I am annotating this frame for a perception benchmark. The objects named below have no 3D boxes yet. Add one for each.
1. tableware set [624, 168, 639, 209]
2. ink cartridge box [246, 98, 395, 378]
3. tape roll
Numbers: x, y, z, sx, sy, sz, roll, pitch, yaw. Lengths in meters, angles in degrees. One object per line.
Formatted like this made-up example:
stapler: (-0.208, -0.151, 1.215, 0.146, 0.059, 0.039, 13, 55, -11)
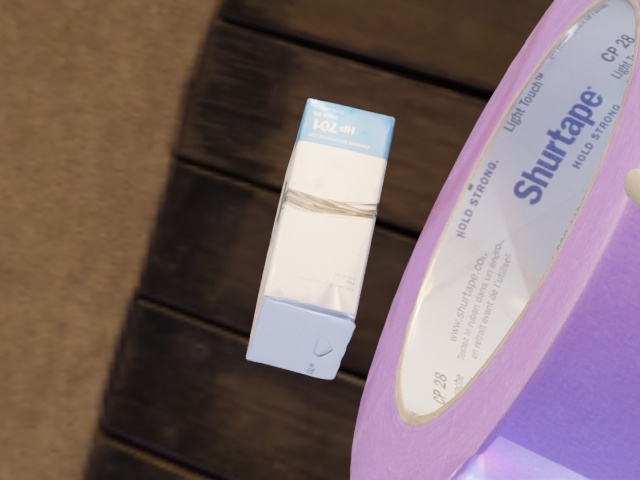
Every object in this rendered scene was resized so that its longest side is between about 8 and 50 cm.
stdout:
tableware set: (0.127, -0.018, 0.415, 0.141, 0.020, 0.169, -114, 36, -45)
ink cartridge box: (0.000, 0.000, 1.617, 0.082, 0.139, 0.191, 14, 62, -2)
tape roll: (0.113, 0.005, 0.762, 0.090, 0.275, 0.275, 26, 102, -8)
